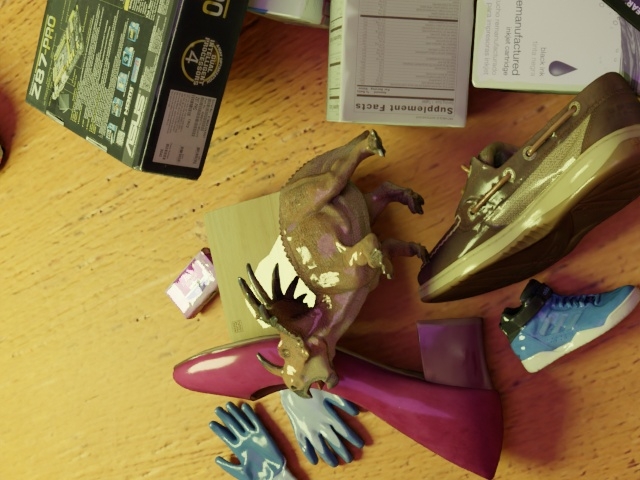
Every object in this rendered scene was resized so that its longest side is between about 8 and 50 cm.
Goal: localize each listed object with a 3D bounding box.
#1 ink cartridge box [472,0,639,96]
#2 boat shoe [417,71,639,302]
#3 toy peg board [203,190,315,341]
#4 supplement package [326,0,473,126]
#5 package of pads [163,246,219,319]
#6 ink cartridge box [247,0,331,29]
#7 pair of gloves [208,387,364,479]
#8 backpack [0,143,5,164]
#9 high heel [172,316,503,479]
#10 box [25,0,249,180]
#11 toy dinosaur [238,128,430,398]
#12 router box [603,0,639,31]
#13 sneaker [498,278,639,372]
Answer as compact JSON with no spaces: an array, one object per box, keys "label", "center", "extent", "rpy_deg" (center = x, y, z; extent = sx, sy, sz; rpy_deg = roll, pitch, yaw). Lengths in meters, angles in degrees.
[{"label":"ink cartridge box","center":[0.302,-0.243,1.126],"extent":[0.273,0.114,0.197],"rpy_deg":[5,97,22]},{"label":"boat shoe","center":[0.206,-0.047,1.158],"extent":[0.342,0.123,0.123],"rpy_deg":[-46,57,48]},{"label":"toy peg board","center":[-0.042,0.027,1.339],"extent":[0.161,0.079,0.161],"rpy_deg":[-14,88,40]},{"label":"supplement package","center":[0.082,-0.244,1.190],"extent":[0.139,0.134,0.244],"rpy_deg":[2,97,-6]},{"label":"package of pads","center":[-0.153,0.053,1.404],"extent":[0.050,0.032,0.083],"rpy_deg":[47,111,12]},{"label":"ink cartridge box","center":[-0.031,-0.273,1.270],"extent":[0.088,0.122,0.052],"rpy_deg":[14,97,22]},{"label":"pair of gloves","center":[-0.046,0.236,1.379],"extent":[0.198,0.023,0.159],"rpy_deg":[-44,75,20]},{"label":"backpack","center":[-0.517,-0.137,1.505],"extent":[0.182,0.115,0.152],"rpy_deg":[43,107,12]},{"label":"high heel","center":[0.013,0.193,1.273],"extent":[0.377,0.127,0.181],"rpy_deg":[-8,82,17]},{"label":"box","center":[-0.201,-0.301,1.289],"extent":[0.318,0.097,0.395],"rpy_deg":[28,106,46]},{"label":"toy dinosaur","center":[0.000,0.000,1.207],"extent":[0.200,0.127,0.295],"rpy_deg":[-18,59,25]},{"label":"router box","center":[0.216,-0.283,0.965],"extent":[0.309,0.243,0.081],"rpy_deg":[45,110,14]},{"label":"sneaker","center":[0.260,0.071,1.205],"extent":[0.152,0.058,0.084],"rpy_deg":[-36,88,29]}]
